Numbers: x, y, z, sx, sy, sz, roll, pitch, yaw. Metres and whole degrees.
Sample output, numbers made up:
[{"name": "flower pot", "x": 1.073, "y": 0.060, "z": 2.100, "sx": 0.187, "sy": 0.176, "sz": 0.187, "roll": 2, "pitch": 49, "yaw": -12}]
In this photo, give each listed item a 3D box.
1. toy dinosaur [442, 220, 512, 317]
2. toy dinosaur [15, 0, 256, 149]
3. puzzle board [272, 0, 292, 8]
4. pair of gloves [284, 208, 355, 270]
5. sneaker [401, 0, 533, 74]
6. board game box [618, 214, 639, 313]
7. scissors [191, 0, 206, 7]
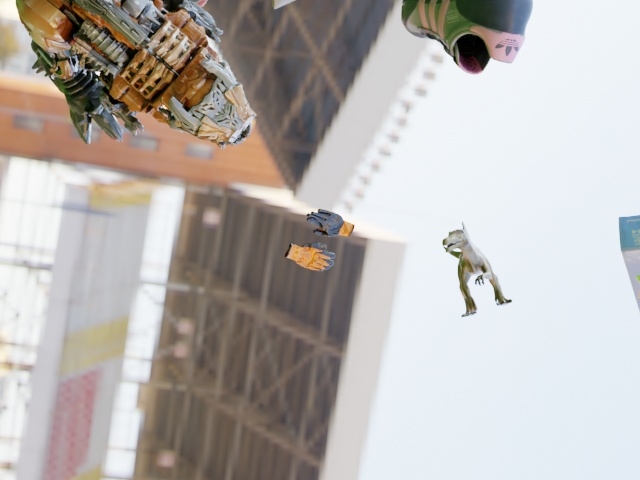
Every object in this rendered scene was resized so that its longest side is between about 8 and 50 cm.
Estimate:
[{"name": "toy dinosaur", "x": 0.154, "y": 0.026, "z": 1.593, "sx": 0.183, "sy": 0.053, "sz": 0.092, "roll": 44, "pitch": 30, "yaw": -82}, {"name": "toy dinosaur", "x": -0.176, "y": -0.192, "z": 1.283, "sx": 0.322, "sy": 0.164, "sz": 0.218, "roll": 61, "pitch": 1, "yaw": 8}, {"name": "puzzle board", "x": -0.020, "y": -0.422, "z": 2.490, "sx": 0.011, "sy": 0.128, "sz": 0.096, "roll": 51, "pitch": -24, "yaw": 27}, {"name": "pair of gloves", "x": 0.000, "y": 0.000, "z": 2.043, "sx": 0.083, "sy": 0.074, "sz": 0.010, "roll": -61, "pitch": -147, "yaw": 14}, {"name": "sneaker", "x": 0.190, "y": -0.293, "z": 2.213, "sx": 0.319, "sy": 0.112, "sz": 0.131, "roll": 176, "pitch": -78, "yaw": -72}, {"name": "board game box", "x": 0.358, "y": 0.022, "z": 1.277, "sx": 0.160, "sy": 0.212, "sz": 0.039, "roll": 59, "pitch": 29, "yaw": -53}, {"name": "scissors", "x": -0.150, "y": -0.400, "z": 1.730, "sx": 0.021, "sy": 0.109, "sz": 0.297, "roll": -138, "pitch": -150, "yaw": -62}]
